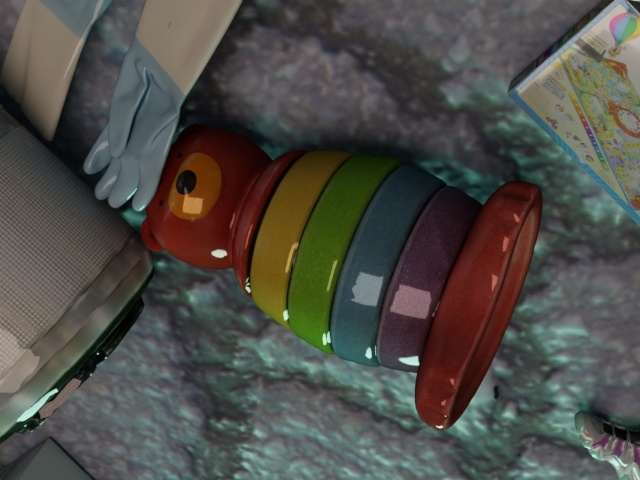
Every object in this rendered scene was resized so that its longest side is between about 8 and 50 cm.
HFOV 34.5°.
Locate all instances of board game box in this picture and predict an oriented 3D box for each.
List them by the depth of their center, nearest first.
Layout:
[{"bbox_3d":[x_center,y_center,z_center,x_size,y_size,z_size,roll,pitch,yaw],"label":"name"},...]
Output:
[{"bbox_3d":[0.223,-0.088,0.729,0.154,0.026,0.103,43,121,-10],"label":"board game box"}]

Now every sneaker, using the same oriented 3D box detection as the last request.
[{"bbox_3d":[0.262,0.163,0.857,0.069,0.038,0.098,-37,113,28],"label":"sneaker"}]

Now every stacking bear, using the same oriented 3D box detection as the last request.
[{"bbox_3d":[0.000,0.000,0.770,0.289,0.164,0.176,21,92,17],"label":"stacking bear"}]

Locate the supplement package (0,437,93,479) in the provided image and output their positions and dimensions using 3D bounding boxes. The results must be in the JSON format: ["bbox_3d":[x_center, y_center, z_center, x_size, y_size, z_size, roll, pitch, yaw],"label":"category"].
[{"bbox_3d":[-0.330,0.379,1.050,0.262,0.198,0.199,-35,104,29],"label":"supplement package"}]

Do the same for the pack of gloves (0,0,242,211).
[{"bbox_3d":[-0.144,-0.150,0.766,0.195,0.046,0.232,48,128,21],"label":"pack of gloves"}]

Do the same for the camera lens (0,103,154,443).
[{"bbox_3d":[-0.287,0.010,0.816,0.274,0.219,0.219,44,121,-11],"label":"camera lens"}]
